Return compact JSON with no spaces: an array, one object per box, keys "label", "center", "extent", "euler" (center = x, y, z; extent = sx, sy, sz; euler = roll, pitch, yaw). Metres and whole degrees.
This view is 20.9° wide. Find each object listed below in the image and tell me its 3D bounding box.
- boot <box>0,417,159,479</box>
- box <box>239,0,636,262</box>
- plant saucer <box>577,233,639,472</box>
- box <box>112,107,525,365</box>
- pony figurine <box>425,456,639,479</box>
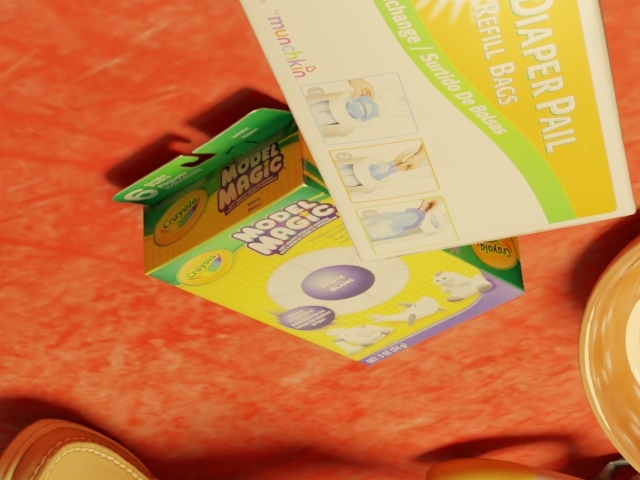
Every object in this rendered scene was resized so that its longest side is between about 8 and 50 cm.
[{"label":"boot","center":[-0.057,0.209,0.988],"extent":[0.203,0.095,0.262],"euler":[16,150,43]},{"label":"box","center":[0.036,-0.094,0.572],"extent":[0.103,0.114,0.203],"euler":[-11,148,10]},{"label":"plant saucer","center":[0.229,0.060,0.859],"extent":[0.200,0.037,0.200],"euler":[12,126,17]},{"label":"box","center":[0.000,0.000,0.803],"extent":[0.105,0.043,0.179],"euler":[-29,141,35]},{"label":"pony figurine","center":[0.189,0.279,1.134],"extent":[0.364,0.302,0.351],"euler":[11,141,3]}]
